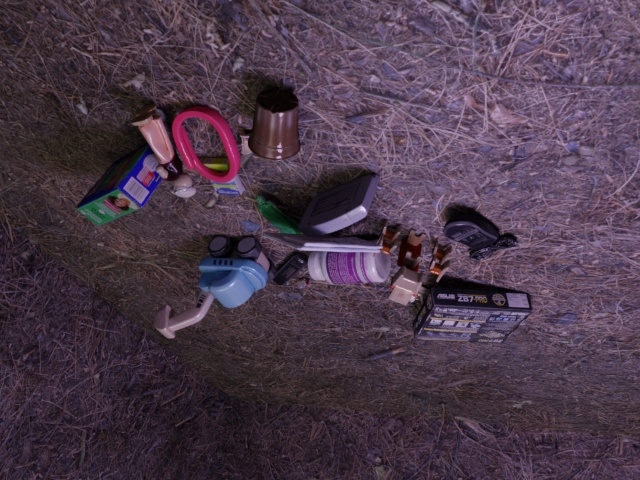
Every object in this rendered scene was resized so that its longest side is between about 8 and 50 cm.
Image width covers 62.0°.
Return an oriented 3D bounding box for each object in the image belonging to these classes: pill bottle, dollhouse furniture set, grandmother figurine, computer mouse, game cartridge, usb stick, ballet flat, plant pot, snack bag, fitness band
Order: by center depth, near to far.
[{"bbox_3d":[-0.136,-0.357,1.612,0.167,0.167,0.165,15,138,5],"label":"plant pot"},{"bbox_3d":[0.059,-0.113,1.815,0.294,0.196,0.060,-18,123,41],"label":"game cartridge"},{"bbox_3d":[-0.387,-0.323,1.824,0.209,0.054,0.291,0,131,20],"label":"fitness band"},{"bbox_3d":[0.528,-0.027,1.840,0.272,0.072,0.188,26,145,-33],"label":"computer mouse"},{"bbox_3d":[-0.529,-0.286,1.844,0.104,0.208,0.342,-9,131,16],"label":"grandmother figurine"},{"bbox_3d":[0.000,0.000,1.921,0.323,0.037,0.342,2,-173,-29],"label":"snack bag"},{"bbox_3d":[0.316,0.087,1.922,0.262,0.259,0.135,21,135,-1],"label":"dollhouse furniture set"},{"bbox_3d":[0.108,0.088,2.095,0.301,0.169,0.169,-6,139,30],"label":"pill bottle"},{"bbox_3d":[0.415,0.229,2.226,0.248,0.086,0.086,18,146,1],"label":"ballet flat"},{"bbox_3d":[-0.139,0.128,2.375,0.077,0.045,0.278,34,143,-10],"label":"usb stick"}]

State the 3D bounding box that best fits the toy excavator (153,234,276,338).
[{"bbox_3d":[-0.457,0.213,2.283,0.433,0.445,0.222,1,141,24],"label":"toy excavator"}]

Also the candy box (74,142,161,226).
[{"bbox_3d":[-0.721,-0.210,1.975,0.317,0.268,0.122,-16,129,40],"label":"candy box"}]

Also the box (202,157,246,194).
[{"bbox_3d":[-0.357,-0.231,1.979,0.109,0.042,0.178,4,142,20],"label":"box"}]

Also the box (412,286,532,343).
[{"bbox_3d":[0.606,0.313,2.167,0.395,0.097,0.318,3,143,-4],"label":"box"}]

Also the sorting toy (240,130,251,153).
[{"bbox_3d":[-0.228,-0.329,1.788,0.075,0.045,0.083,9,145,1],"label":"sorting toy"}]

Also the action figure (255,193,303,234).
[{"bbox_3d":[-0.167,-0.101,2.052,0.137,0.063,0.232,-11,140,38],"label":"action figure"}]

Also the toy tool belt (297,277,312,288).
[{"bbox_3d":[-0.065,0.196,2.439,0.083,0.052,0.051,-13,166,42],"label":"toy tool belt"}]
